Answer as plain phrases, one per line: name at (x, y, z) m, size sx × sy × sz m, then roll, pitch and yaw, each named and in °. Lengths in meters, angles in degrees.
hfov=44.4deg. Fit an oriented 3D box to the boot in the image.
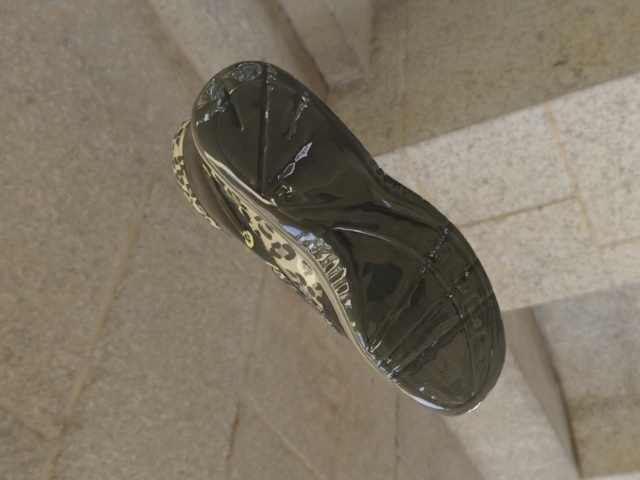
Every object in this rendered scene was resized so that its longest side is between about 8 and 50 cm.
boot at (0.001, -0.002, 0.491) m, size 0.236 × 0.085 × 0.178 m, roll 48°, pitch -11°, yaw -15°
